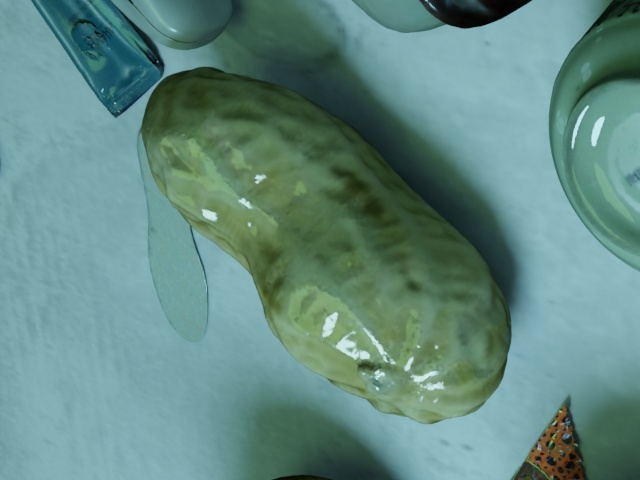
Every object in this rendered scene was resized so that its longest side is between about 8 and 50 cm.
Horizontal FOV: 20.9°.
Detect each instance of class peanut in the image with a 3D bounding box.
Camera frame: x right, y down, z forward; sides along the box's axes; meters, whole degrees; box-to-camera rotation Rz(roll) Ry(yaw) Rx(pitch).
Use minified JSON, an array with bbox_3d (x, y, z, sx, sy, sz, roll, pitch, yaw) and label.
[{"bbox_3d":[0.000,0.000,1.233,0.325,0.153,0.140,42,149,8],"label":"peanut"}]

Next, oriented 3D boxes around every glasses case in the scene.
[{"bbox_3d":[-0.143,-0.220,1.302,0.193,0.074,0.049,48,139,13],"label":"glasses case"}]

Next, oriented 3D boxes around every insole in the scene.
[{"bbox_3d":[-0.125,-0.004,1.454,0.065,0.004,0.197,12,120,39],"label":"insole"}]

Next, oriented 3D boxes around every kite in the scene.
[{"bbox_3d":[0.166,0.219,1.302,0.125,0.008,0.222,-5,109,44],"label":"kite"}]

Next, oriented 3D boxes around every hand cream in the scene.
[{"bbox_3d":[-0.211,-0.207,1.402,0.224,0.048,0.083,54,135,-1],"label":"hand cream"}]

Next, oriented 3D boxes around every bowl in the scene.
[{"bbox_3d":[0.219,-0.060,1.027,0.211,0.112,0.211,21,124,36],"label":"bowl"}]

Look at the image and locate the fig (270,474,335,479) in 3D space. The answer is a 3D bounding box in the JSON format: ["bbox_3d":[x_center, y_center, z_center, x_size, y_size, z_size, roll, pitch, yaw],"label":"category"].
[{"bbox_3d":[0.049,0.311,1.357,0.321,0.217,0.217,16,125,12],"label":"fig"}]

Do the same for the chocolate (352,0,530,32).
[{"bbox_3d":[0.087,-0.224,0.950,0.283,0.283,0.186,-35,88,47],"label":"chocolate"}]
